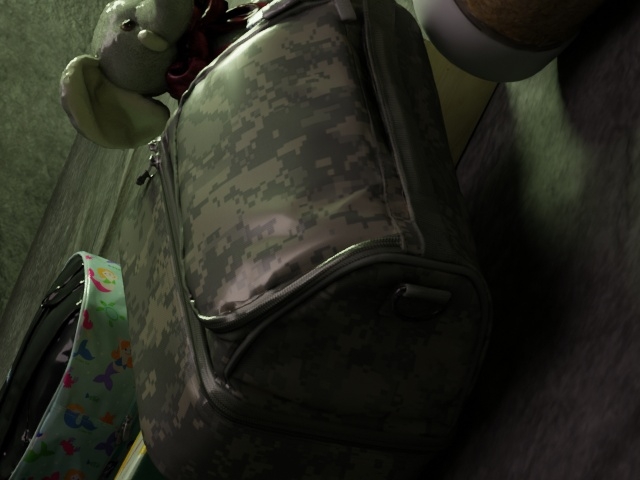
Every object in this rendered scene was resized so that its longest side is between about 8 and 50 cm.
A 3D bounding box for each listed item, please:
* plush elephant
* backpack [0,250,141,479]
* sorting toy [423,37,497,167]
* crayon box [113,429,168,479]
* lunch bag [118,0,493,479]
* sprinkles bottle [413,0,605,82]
[{"bbox_3d":[-0.121,-0.205,1.980,0.330,0.255,0.272,-46,26,54],"label":"plush elephant"},{"bbox_3d":[-0.243,0.148,2.026,0.225,0.191,0.253,-115,42,-66],"label":"backpack"},{"bbox_3d":[0.055,-0.110,1.485,0.274,0.132,0.046,-64,14,13],"label":"sorting toy"},{"bbox_3d":[-0.117,0.181,1.654,0.203,0.083,0.323,-56,6,49],"label":"crayon box"},{"bbox_3d":[0.000,0.000,1.294,0.256,0.212,0.305,-56,30,36],"label":"lunch bag"},{"bbox_3d":[0.190,-0.236,1.228,0.355,0.121,0.121,-44,28,54],"label":"sprinkles bottle"}]
